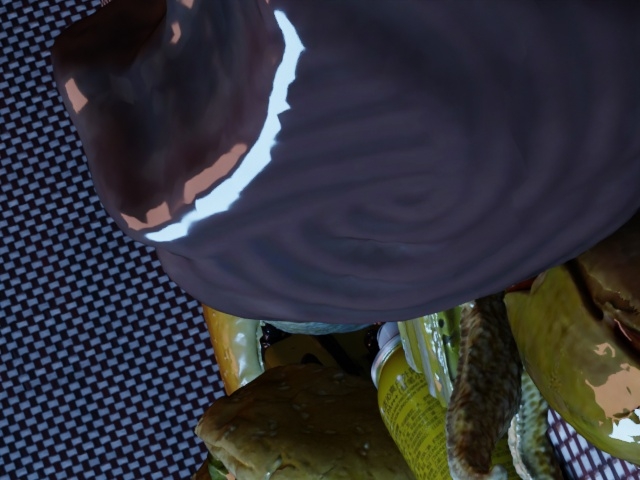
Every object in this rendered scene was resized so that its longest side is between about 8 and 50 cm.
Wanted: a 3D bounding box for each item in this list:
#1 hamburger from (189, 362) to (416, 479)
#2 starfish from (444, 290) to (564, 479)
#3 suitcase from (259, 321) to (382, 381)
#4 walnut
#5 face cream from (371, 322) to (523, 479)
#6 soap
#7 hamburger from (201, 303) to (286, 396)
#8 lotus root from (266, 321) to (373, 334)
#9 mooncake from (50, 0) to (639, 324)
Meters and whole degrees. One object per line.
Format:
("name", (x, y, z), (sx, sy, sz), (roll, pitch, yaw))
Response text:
("hamburger", (-0.002, 0.236, 1.693), (0.330, 0.209, 0.162), (15, 118, 30))
("starfish", (0.081, 0.041, 1.238), (0.375, 0.094, 0.327), (58, -176, -7))
("suitcase", (0.039, 0.181, 1.919), (0.194, 0.143, 0.235), (-135, 27, -66))
("walnut", (0.173, 0.046, 0.982), (0.245, 0.137, 0.137), (-120, 13, -56))
("face cream", (0.132, 0.189, 1.541), (0.105, 0.105, 0.349), (79, 166, -44))
("soap", (0.096, 0.014, 1.465), (0.135, 0.076, 0.233), (-132, 24, -66))
("hamburger", (-0.057, 0.107, 2.227), (0.244, 0.163, 0.244), (157, 90, -82))
("lotus root", (0.001, 0.002, 1.620), (0.175, 0.175, 0.349), (66, -168, 19))
("mooncake", (0.033, -0.093, 0.870), (0.334, 0.326, 0.174), (31, -141, -54))
